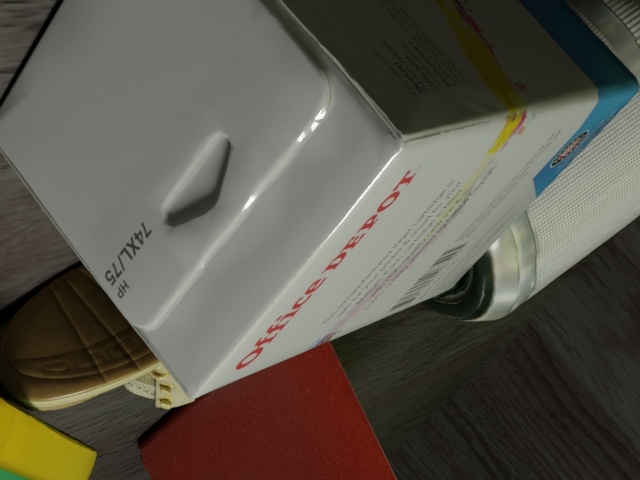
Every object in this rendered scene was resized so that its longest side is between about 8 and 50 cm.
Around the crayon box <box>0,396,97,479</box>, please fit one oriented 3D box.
[{"bbox_3d":[-0.301,0.271,0.890,0.313,0.106,0.363,71,40,-72],"label":"crayon box"}]

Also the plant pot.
[{"bbox_3d":[-0.059,0.276,1.499,0.235,0.267,0.267,-23,161,-10],"label":"plant pot"}]

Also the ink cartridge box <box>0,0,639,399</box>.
[{"bbox_3d":[0.002,-0.074,0.752,0.270,0.197,0.198,-18,154,-53],"label":"ink cartridge box"}]

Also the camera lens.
[{"bbox_3d":[0.150,-0.087,1.011,0.274,0.219,0.219,-34,163,-20],"label":"camera lens"}]

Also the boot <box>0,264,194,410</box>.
[{"bbox_3d":[-0.143,0.081,1.043,0.262,0.095,0.203,-35,165,-32],"label":"boot"}]
